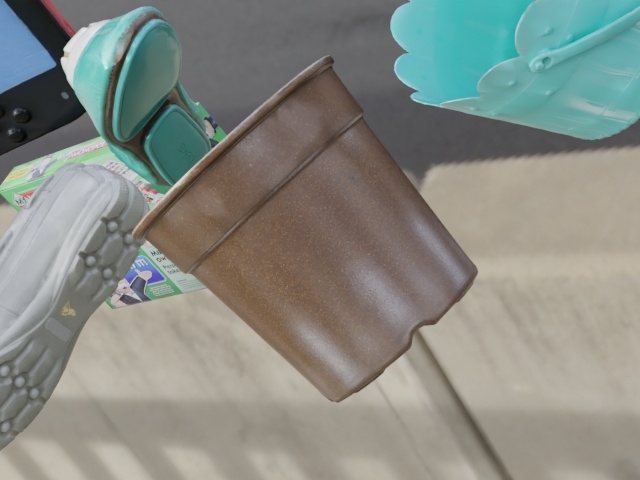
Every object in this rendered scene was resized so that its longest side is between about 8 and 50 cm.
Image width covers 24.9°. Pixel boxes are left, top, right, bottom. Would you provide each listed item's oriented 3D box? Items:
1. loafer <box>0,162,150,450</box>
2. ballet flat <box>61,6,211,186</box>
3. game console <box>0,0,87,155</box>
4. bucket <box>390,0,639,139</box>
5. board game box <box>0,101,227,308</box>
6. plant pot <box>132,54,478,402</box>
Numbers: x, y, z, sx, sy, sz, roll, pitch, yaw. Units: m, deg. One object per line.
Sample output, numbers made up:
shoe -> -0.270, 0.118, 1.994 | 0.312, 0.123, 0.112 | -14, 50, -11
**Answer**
loafer -> -0.276, 0.069, 1.298 | 0.111, 0.112, 0.319 | 24, 71, 35
ballet flat -> -0.141, -0.107, 1.033 | 0.087, 0.247, 0.083 | 33, 78, 14
game console -> -0.454, -0.210, 1.507 | 0.342, 0.386, 0.060 | -26, 44, 10
bucket -> 0.209, -0.232, 1.341 | 0.281, 0.183, 0.281 | -40, 43, 51
board game box -> -0.189, -0.029, 1.633 | 0.317, 0.213, 0.046 | -13, 37, 40
plant pot -> 0.000, 0.000, 0.905 | 0.167, 0.165, 0.167 | -43, 1, 1
